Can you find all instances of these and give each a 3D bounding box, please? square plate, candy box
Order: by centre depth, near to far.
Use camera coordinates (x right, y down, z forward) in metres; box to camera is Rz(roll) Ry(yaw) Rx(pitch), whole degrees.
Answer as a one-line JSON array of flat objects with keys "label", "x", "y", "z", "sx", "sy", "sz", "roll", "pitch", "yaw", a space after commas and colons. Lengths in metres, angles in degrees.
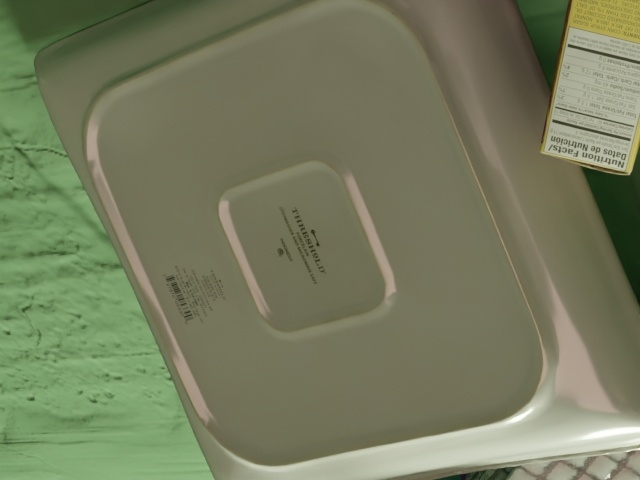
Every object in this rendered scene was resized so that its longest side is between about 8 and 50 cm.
[{"label": "candy box", "x": 0.158, "y": -0.139, "z": 0.792, "sx": 0.053, "sy": 0.109, "sz": 0.187, "roll": 16, "pitch": 136, "yaw": 10}, {"label": "square plate", "x": 0.000, "y": 0.000, "z": 0.951, "sx": 0.344, "sy": 0.049, "sz": 0.347, "roll": -17, "pitch": 100, "yaw": 36}]

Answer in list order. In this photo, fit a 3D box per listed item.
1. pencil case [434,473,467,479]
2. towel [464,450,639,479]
[{"label": "pencil case", "x": 0.083, "y": 0.175, "z": 1.149, "sx": 0.151, "sy": 0.064, "sz": 0.070, "roll": 34, "pitch": 117, "yaw": -8}, {"label": "towel", "x": 0.202, "y": 0.205, "z": 1.044, "sx": 0.235, "sy": 0.121, "sz": 0.284, "roll": 30, "pitch": 113, "yaw": -6}]
